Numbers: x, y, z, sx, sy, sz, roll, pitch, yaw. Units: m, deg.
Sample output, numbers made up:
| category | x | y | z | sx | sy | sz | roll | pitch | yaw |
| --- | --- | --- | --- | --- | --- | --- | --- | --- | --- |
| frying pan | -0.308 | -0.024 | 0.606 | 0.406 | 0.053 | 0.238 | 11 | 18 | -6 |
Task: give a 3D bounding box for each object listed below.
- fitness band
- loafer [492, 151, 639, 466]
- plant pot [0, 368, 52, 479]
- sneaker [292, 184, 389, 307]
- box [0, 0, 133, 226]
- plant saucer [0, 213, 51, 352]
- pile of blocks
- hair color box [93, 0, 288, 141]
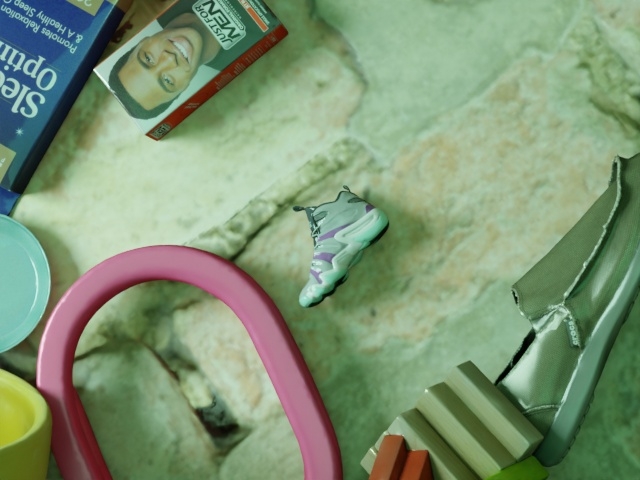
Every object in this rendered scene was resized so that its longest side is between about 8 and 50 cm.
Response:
| category | x | y | z | sx | sy | sz | roll | pitch | yaw |
| --- | --- | --- | --- | --- | --- | --- | --- | --- | --- |
| fitness band | -0.104 | 0.145 | 1.201 | 0.209 | 0.054 | 0.291 | -26 | 84 | 5 |
| loafer | 0.188 | 0.043 | 1.148 | 0.087 | 0.094 | 0.251 | 22 | 90 | 7 |
| plant pot | -0.340 | 0.228 | 1.142 | 0.254 | 0.254 | 0.239 | 11 | 103 | 8 |
| sneaker | 0.000 | 0.000 | 1.208 | 0.069 | 0.038 | 0.098 | 40 | 82 | 10 |
| box | -0.268 | -0.135 | 1.252 | 0.136 | 0.036 | 0.225 | 29 | 92 | 8 |
| plant saucer | -0.275 | 0.037 | 1.242 | 0.119 | 0.021 | 0.119 | -1 | 82 | 5 |
| pile of blocks | 0.135 | 0.273 | 1.098 | 0.149 | 0.113 | 0.362 | -30 | 82 | 42 |
| hair color box | -0.103 | -0.152 | 1.227 | 0.141 | 0.043 | 0.072 | -40 | 83 | 4 |
